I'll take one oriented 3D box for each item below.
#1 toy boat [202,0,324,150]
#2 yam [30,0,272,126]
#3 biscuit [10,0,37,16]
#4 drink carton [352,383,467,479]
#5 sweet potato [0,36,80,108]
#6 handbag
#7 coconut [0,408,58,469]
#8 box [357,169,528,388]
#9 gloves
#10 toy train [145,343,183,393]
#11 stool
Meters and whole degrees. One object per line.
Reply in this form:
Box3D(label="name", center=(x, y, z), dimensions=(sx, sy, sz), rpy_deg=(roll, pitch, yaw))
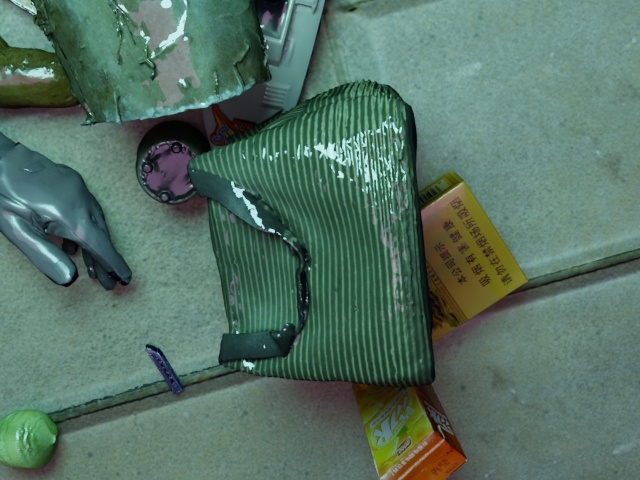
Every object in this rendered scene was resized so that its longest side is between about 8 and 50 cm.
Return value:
Box3D(label="toy boat", center=(-0.077, -0.212, 0.915), dimensions=(0.129, 0.088, 0.295), rpy_deg=(12, 115, -9))
Box3D(label="yam", center=(-0.187, -0.299, 0.767), dimensions=(0.240, 0.241, 0.348), rpy_deg=(-16, 101, 0))
Box3D(label="biscuit", center=(-0.308, -0.314, 0.884), dimensions=(0.199, 0.040, 0.121), rpy_deg=(32, 99, -15))
Box3D(label="drink carton", center=(0.112, 0.239, 1.010), dimensions=(0.071, 0.223, 0.096), rpy_deg=(42, 101, -17))
Box3D(label="sweet potato", center=(-0.392, -0.224, 0.877), dimensions=(0.310, 0.098, 0.124), rpy_deg=(37, 104, -20))
Box3D(label="handbag", center=(0.000, 0.000, 0.851), dimensions=(0.240, 0.247, 0.341), rpy_deg=(-7, 102, 8))
Box3D(label="coconut", center=(-0.406, 0.276, 1.048), dimensions=(0.096, 0.088, 0.088), rpy_deg=(-6, 110, 17))
Box3D(label="box", center=(0.117, 0.055, 1.028), dimensions=(0.274, 0.076, 0.174), rpy_deg=(-34, 107, 6))
Box3D(label="gloves", center=(-0.348, -0.037, 0.929), dimensions=(0.119, 0.142, 0.285), rpy_deg=(-32, 112, 35))
Box3D(label="toy train", center=(-0.221, 0.179, 1.068), dimensions=(0.017, 0.017, 0.083), rpy_deg=(-27, 109, 1))
Box3D(label="stool", center=(-0.182, -0.095, 0.931), dimensions=(0.096, 0.110, 0.096), rpy_deg=(-3, 108, -8))
